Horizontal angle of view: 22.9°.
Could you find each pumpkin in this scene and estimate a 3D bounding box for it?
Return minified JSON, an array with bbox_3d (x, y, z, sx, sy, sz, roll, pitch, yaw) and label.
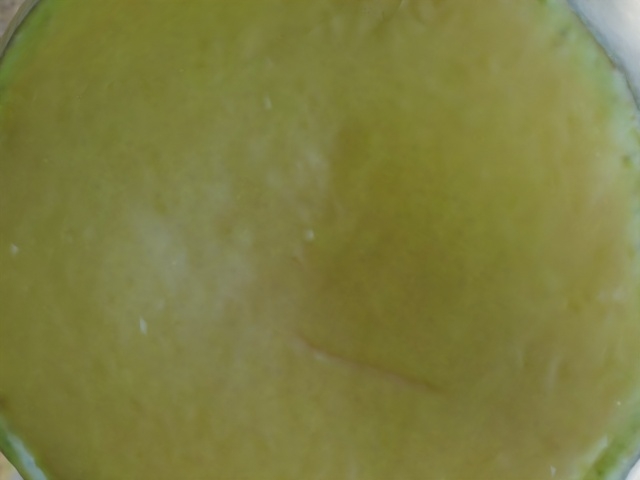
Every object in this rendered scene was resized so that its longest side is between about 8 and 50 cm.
[{"bbox_3d":[0.000,0.000,0.623,0.199,0.332,0.332,-30,125,-66],"label":"pumpkin"}]
